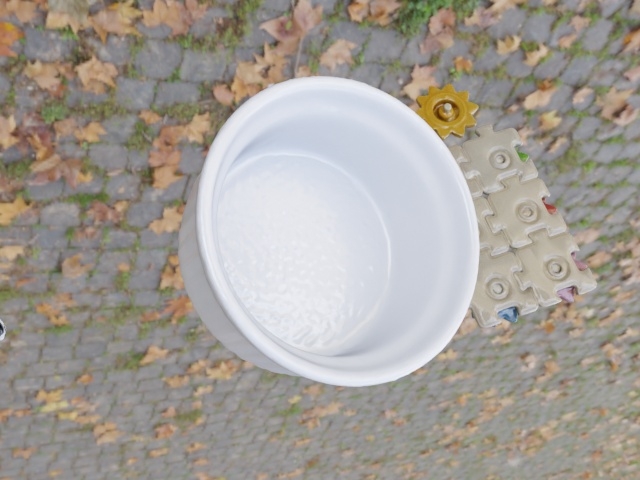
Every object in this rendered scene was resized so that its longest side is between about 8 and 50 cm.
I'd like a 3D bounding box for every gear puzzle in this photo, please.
[{"bbox_3d":[0.201,-0.056,0.914,0.175,0.339,0.044,-19,161,-8],"label":"gear puzzle"}]

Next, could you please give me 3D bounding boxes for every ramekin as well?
[{"bbox_3d":[0.000,0.000,0.671,0.277,0.277,0.135,1,167,-26],"label":"ramekin"}]

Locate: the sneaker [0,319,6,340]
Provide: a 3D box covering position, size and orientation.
[{"bbox_3d":[-0.409,0.112,0.879,0.032,0.037,0.083,-39,159,-22],"label":"sneaker"}]
